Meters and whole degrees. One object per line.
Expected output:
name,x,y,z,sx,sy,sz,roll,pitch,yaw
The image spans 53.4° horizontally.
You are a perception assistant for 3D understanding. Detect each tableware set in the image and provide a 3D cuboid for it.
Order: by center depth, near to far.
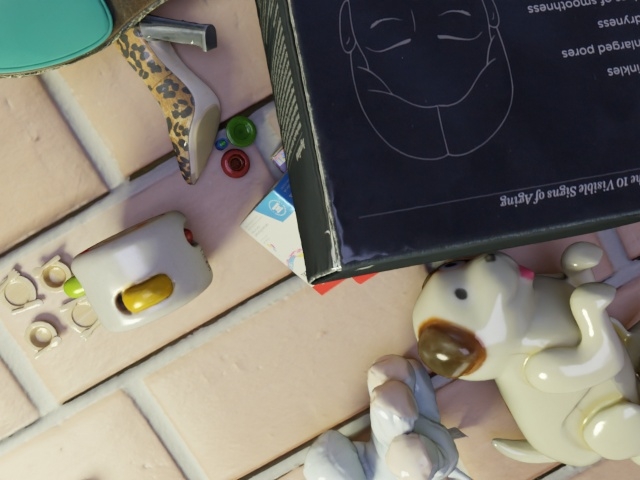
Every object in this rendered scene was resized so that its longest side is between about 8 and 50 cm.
tableware set,-0.462,0.111,1.084,0.141,0.020,0.169,-31,100,2

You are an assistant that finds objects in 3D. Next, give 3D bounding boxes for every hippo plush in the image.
hippo plush,0.096,0.344,1.091,0.236,0.234,0.294,-28,143,19

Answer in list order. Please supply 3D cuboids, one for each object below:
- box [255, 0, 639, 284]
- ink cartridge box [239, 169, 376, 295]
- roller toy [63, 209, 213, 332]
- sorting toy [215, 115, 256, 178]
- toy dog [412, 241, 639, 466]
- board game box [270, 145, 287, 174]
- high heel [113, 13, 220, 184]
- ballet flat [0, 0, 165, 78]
box,0.183,-0.218,0.853,0.479,0.297,0.472,-10,83,-8
ink cartridge box,0.000,0.000,1.029,0.231,0.134,0.078,40,52,-8
roller toy,-0.271,0.052,0.996,0.209,0.191,0.146,-15,104,40
sorting toy,-0.144,-0.154,1.053,0.061,0.042,0.102,11,87,-20
toy dog,0.345,0.170,1.042,0.407,0.285,0.395,33,133,-9
board game box,0.024,-0.142,1.056,0.170,0.048,0.141,-42,97,4
high heel,-0.259,-0.229,1.027,0.186,0.093,0.261,14,113,17
ballet flat,-0.320,-0.386,0.931,0.482,0.182,0.164,-31,125,-7
